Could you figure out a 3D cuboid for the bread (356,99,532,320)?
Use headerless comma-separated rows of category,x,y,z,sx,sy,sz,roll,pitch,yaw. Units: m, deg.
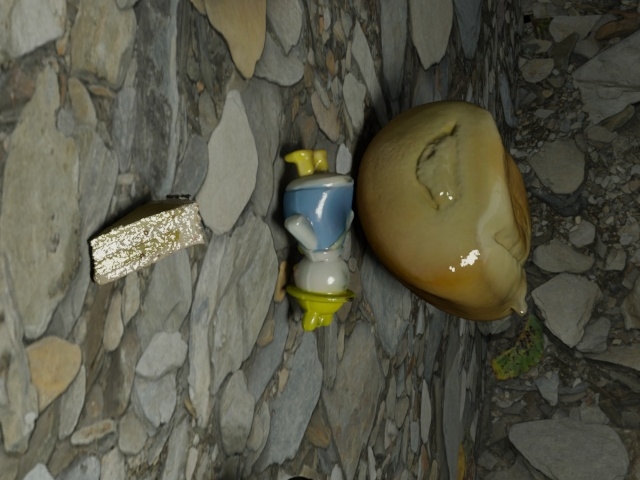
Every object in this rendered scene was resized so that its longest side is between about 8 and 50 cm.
bread,0.210,-0.048,1.599,0.376,0.253,0.348,33,55,-68

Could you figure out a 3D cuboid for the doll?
doll,-0.001,0.000,1.260,0.135,0.098,0.241,-112,-157,-84

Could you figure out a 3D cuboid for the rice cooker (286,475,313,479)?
rice cooker,-0.022,0.398,1.024,0.267,0.267,0.224,-64,146,-48

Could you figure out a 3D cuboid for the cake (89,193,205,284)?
cake,-0.164,-0.002,0.884,0.121,0.065,0.052,-39,125,-55
